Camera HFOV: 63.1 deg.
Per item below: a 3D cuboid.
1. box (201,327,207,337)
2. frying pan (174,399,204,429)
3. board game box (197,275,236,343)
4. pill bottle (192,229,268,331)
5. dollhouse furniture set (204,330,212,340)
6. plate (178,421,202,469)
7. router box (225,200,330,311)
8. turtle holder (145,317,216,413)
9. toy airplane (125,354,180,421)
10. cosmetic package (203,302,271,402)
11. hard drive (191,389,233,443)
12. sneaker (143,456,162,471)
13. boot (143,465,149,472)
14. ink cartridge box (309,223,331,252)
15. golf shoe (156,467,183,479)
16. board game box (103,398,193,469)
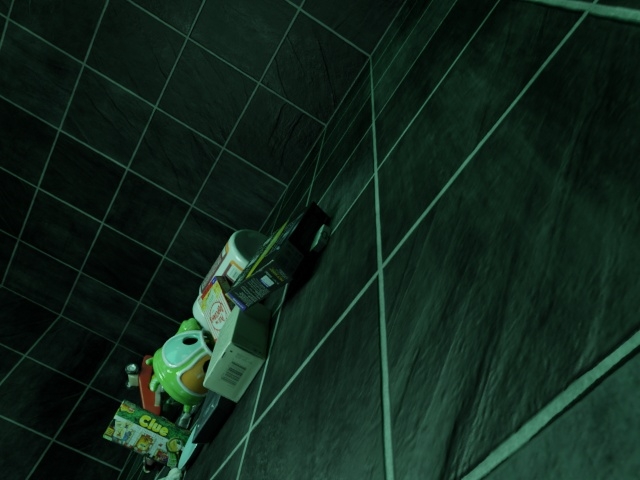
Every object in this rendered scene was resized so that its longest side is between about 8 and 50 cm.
[{"bbox_3d":[-0.549,0.500,2.501,0.169,0.087,0.290,-63,11,-15],"label":"box"},{"bbox_3d":[-0.509,0.689,1.932,0.326,0.053,0.197,-57,11,29],"label":"frying pan"},{"bbox_3d":[-0.352,0.243,1.840,0.147,0.045,0.193,-51,55,30],"label":"board game box"},{"bbox_3d":[-0.325,0.167,2.001,0.392,0.224,0.224,-53,13,30],"label":"pill bottle"},{"bbox_3d":[-0.390,0.436,2.106,0.151,0.123,0.144,29,89,45],"label":"dollhouse furniture set"},{"bbox_3d":[-0.376,0.606,1.587,0.188,0.024,0.188,-55,12,18],"label":"plate"},{"bbox_3d":[-0.122,0.044,1.549,0.243,0.081,0.309,-34,16,39],"label":"router box"},{"bbox_3d":[-0.464,0.439,1.898,0.227,0.243,0.320,-43,7,5],"label":"turtle holder"},{"bbox_3d":[-0.732,0.726,2.404,0.386,0.272,0.385,-16,82,63],"label":"toy airplane"},{"bbox_3d":[-0.232,0.301,1.510,0.160,0.113,0.309,-57,10,15],"label":"cosmetic package"},{"bbox_3d":[-0.295,0.461,1.525,0.172,0.054,0.255,-56,11,17],"label":"hard drive"},{"bbox_3d":[-0.653,0.828,2.082,0.281,0.106,0.163,102,175,-79],"label":"sneaker"},{"bbox_3d":[-0.714,0.920,2.233,0.085,0.059,0.158,-93,26,-66],"label":"boot"},{"bbox_3d":[0.000,0.000,1.470,0.048,0.028,0.083,-48,15,42],"label":"ink cartridge box"},{"bbox_3d":[-0.452,0.706,1.508,0.069,0.086,0.176,-61,9,3],"label":"golf shoe"},{"bbox_3d":[-0.562,0.640,1.717,0.136,0.259,0.030,-60,10,-1],"label":"board game box"}]
